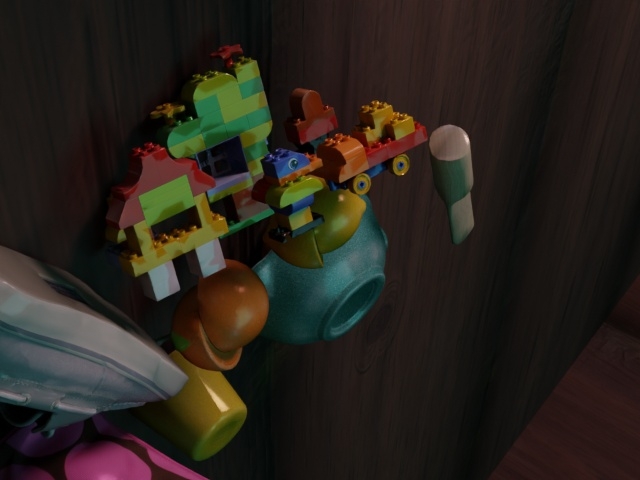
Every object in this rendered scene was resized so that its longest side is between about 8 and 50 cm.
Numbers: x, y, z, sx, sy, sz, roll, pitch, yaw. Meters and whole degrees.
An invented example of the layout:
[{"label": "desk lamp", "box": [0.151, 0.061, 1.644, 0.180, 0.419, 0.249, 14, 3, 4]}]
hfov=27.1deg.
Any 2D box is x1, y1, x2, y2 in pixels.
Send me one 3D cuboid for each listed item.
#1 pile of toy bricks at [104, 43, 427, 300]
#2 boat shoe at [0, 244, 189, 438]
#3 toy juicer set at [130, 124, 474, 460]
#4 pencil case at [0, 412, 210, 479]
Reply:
[{"label": "pile of toy bricks", "box": [-0.050, -0.061, 0.786, 0.212, 0.118, 0.105, -27, 116, -28]}, {"label": "boat shoe", "box": [-0.153, 0.064, 0.738, 0.081, 0.079, 0.227, -50, 154, 1]}, {"label": "toy juicer set", "box": [0.000, 0.000, 0.948, 0.329, 0.089, 0.209, -37, 157, -28]}, {"label": "pencil case", "box": [-0.099, 0.167, 0.796, 0.098, 0.209, 0.095, -58, 171, -19]}]
